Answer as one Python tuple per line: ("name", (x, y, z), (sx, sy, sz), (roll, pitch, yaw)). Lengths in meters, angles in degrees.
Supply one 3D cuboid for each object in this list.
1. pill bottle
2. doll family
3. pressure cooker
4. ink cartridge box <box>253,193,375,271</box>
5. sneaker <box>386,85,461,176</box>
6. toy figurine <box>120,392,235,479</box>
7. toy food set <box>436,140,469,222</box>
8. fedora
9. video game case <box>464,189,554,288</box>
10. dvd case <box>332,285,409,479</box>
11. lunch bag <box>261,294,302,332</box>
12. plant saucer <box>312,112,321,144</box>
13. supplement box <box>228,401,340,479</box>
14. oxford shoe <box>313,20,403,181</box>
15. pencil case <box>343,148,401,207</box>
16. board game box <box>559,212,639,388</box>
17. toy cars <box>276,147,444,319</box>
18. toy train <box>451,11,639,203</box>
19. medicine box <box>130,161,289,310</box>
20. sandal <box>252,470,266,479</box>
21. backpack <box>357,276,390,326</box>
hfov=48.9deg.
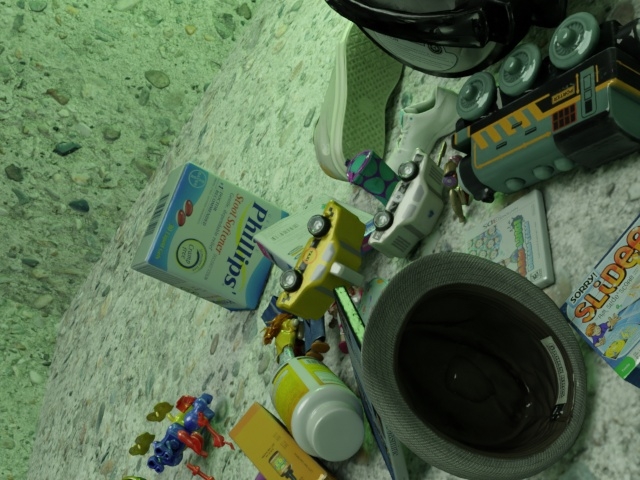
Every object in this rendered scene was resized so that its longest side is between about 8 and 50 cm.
("pill bottle", (-0.004, 0.272, 1.139), (0.117, 0.117, 0.215), (-63, 19, 0))
("doll family", (-0.028, 0.162, 1.305), (0.263, 0.118, 0.163), (-48, 29, 29))
("pressure cooker", (0.202, -0.466, 1.085), (0.420, 0.375, 0.370), (-50, 16, -20))
("ink cartridge box", (0.000, 0.000, 1.381), (0.186, 0.065, 0.311), (-32, 21, -13))
("sneaker", (0.174, -0.203, 1.309), (0.212, 0.094, 0.080), (-47, 31, 30))
("toy figurine", (-0.295, 0.465, 1.556), (0.362, 0.191, 0.217), (-61, -5, 21))
("toy food set", (0.219, -0.096, 1.121), (0.019, 0.122, 0.078), (-5, 44, 31))
("fedora", (0.170, 0.153, 0.833), (0.124, 0.275, 0.243), (120, 175, -71))
("video game case", (0.266, 0.022, 1.012), (0.143, 0.019, 0.157), (-37, 36, 43))
("dvd case", (0.072, 0.209, 0.988), (0.022, 0.253, 0.180), (-18, 30, -5))
("lunch bag", (-0.076, 0.154, 1.462), (0.065, 0.067, 0.098), (-60, 25, 5))
("plant saucer", (0.040, -0.295, 1.716), (0.168, 0.029, 0.168), (-42, 32, 35))
("supplement box", (-0.057, 0.361, 1.153), (0.078, 0.080, 0.233), (-48, 35, -9))
("oxford shoe", (0.076, -0.323, 1.530), (0.130, 0.169, 0.449), (-22, 52, 56))
("pencil case", (0.111, -0.095, 1.256), (0.070, 0.152, 0.064), (-51, 30, 1))
("board game box", (0.371, 0.044, 0.778), (0.201, 0.035, 0.136), (-55, 27, 15))
("toy cars", (0.093, -0.005, 1.135), (0.394, 0.176, 0.087), (-33, 41, -33))
("toy train", (0.314, -0.174, 0.985), (0.334, 0.142, 0.190), (-25, 53, 52))
("medicine box", (-0.262, -0.003, 1.697), (0.149, 0.289, 0.263), (-13, 55, 61))
("sandal", (-0.153, 0.531, 1.206), (0.416, 0.102, 0.169), (-62, 28, -3))
("backpack", (0.126, 0.132, 1.058), (0.152, 0.115, 0.182), (-58, 23, 17))
